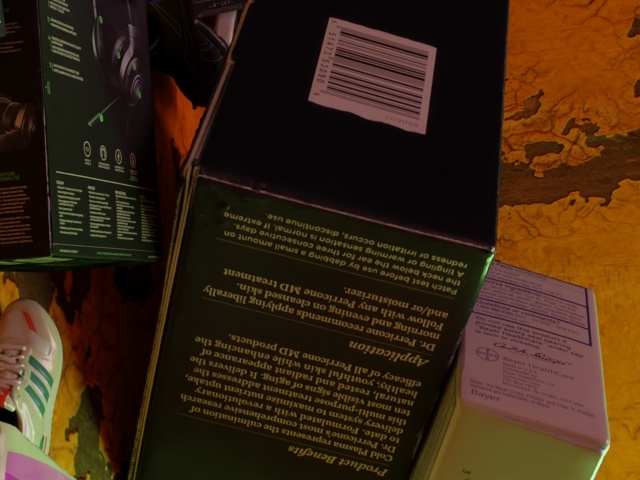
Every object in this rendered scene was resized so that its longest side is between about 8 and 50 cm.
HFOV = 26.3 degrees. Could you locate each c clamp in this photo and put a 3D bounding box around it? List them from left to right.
[{"bbox_3d":[-0.121,-0.254,1.770,0.137,0.160,0.022,66,-22,5],"label":"c clamp"}]

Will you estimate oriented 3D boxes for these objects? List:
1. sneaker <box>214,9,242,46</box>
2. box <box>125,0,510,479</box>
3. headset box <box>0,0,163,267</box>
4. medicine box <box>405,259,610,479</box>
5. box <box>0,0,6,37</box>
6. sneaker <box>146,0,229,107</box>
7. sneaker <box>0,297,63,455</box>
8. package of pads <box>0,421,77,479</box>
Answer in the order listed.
[{"bbox_3d":[-0.057,-0.325,1.893,0.131,0.148,0.350,107,-3,-59],"label":"sneaker"},{"bbox_3d":[0.000,0.000,1.500,0.480,0.297,0.472,-78,-176,-50],"label":"box"},{"bbox_3d":[-0.244,-0.117,1.175,0.246,0.131,0.283,5,81,-76],"label":"headset box"},{"bbox_3d":[0.177,0.205,1.405,0.289,0.149,0.263,-73,179,-61],"label":"medicine box"},{"bbox_3d":[-0.314,-0.236,0.968,0.153,0.108,0.207,-43,126,-74],"label":"box"},{"bbox_3d":[-0.183,-0.236,1.611,0.106,0.101,0.267,-63,152,-26],"label":"sneaker"},{"bbox_3d":[-0.262,0.124,1.176,0.075,0.057,0.161,60,31,-73],"label":"sneaker"},{"bbox_3d":[-0.244,0.303,1.100,0.296,0.101,0.229,62,27,-59],"label":"package of pads"}]
